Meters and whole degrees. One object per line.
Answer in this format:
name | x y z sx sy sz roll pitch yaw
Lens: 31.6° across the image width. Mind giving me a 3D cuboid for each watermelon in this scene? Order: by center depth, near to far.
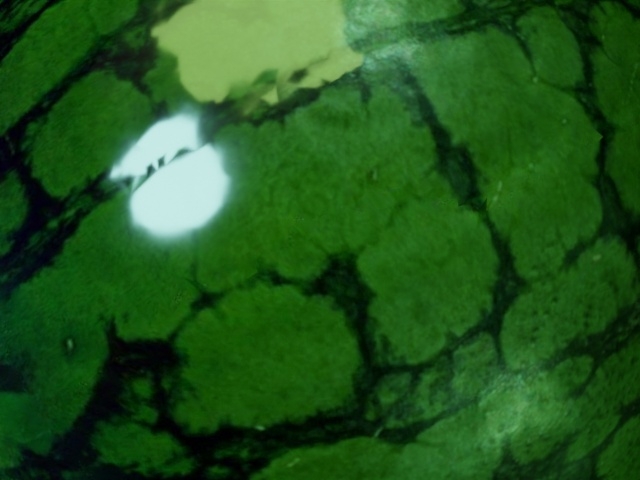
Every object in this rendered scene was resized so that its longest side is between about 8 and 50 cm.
watermelon | 0.000 0.000 0.480 0.363 0.363 0.363 -10 27 5
